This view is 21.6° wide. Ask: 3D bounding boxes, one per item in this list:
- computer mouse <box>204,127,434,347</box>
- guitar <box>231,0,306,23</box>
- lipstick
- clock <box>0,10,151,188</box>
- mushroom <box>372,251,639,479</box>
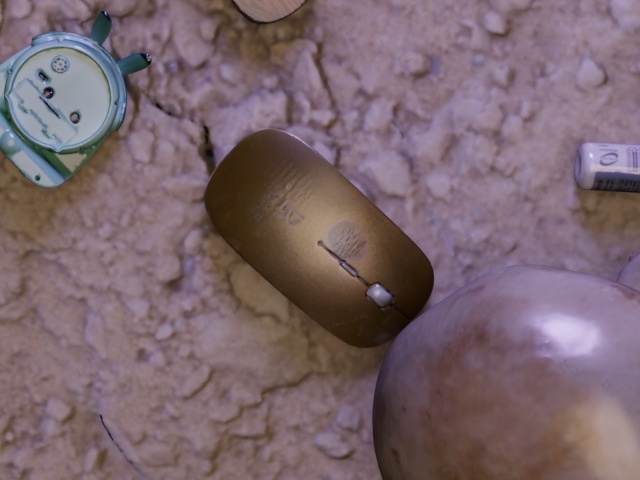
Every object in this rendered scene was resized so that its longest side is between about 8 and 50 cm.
[{"bbox_3d":[0.000,0.000,1.320,0.199,0.045,0.102,44,95,-7],"label":"computer mouse"},{"bbox_3d":[-0.112,-0.274,1.278,0.271,0.038,0.084,41,93,-10],"label":"guitar"},{"bbox_3d":[0.274,-0.056,1.332,0.141,0.040,0.040,3,97,-5],"label":"lipstick"},{"bbox_3d":[-0.197,-0.114,1.293,0.135,0.041,0.101,-43,98,2],"label":"clock"},{"bbox_3d":[0.198,0.138,1.261,0.290,0.297,0.297,-34,100,-38],"label":"mushroom"}]
